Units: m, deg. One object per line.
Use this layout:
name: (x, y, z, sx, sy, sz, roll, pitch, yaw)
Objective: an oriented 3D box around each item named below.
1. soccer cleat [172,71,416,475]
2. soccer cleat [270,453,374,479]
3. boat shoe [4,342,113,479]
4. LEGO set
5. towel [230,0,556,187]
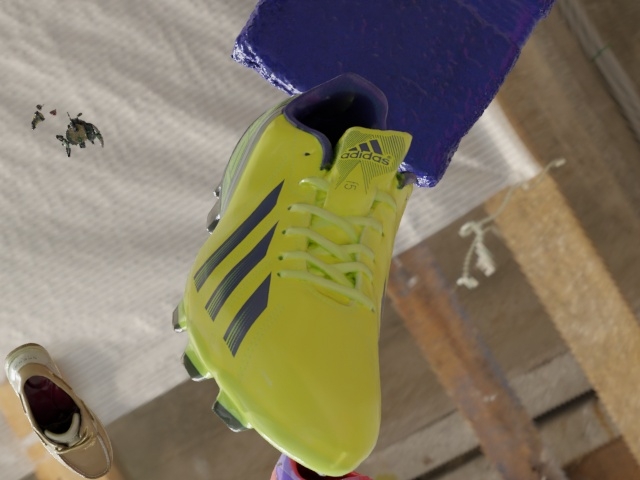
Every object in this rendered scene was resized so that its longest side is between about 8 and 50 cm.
soccer cleat: (-0.001, -0.001, 0.677, 0.093, 0.289, 0.121, 37, -69, -19)
soccer cleat: (0.049, 0.310, 1.420, 0.318, 0.108, 0.116, 33, -64, 47)
boat shoe: (-0.203, 0.143, 1.090, 0.050, 0.045, 0.135, -33, -60, -4)
LEGO set: (-0.267, -0.121, 1.492, 0.083, 0.023, 0.054, 39, -61, -7)
towel: (0.086, -0.227, 1.254, 0.227, 0.076, 0.308, 35, -101, -10)
